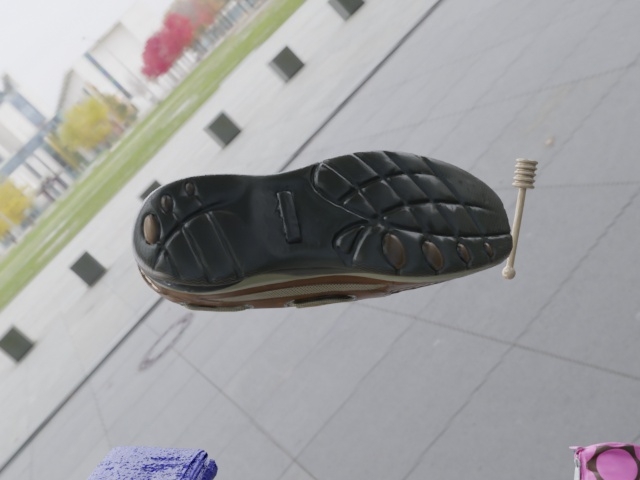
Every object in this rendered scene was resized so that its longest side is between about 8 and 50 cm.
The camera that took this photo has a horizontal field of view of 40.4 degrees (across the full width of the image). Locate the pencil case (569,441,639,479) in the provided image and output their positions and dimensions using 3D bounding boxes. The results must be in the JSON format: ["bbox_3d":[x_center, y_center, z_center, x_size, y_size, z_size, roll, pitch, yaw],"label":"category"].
[{"bbox_3d":[0.384,0.376,1.153,0.095,0.098,0.209,136,141,-57],"label":"pencil case"}]

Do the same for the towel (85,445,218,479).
[{"bbox_3d":[-0.328,0.456,1.520,0.228,0.076,0.308,4,19,11],"label":"towel"}]

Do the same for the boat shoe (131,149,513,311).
[{"bbox_3d":[0.000,0.000,0.759,0.120,0.324,0.122,115,151,-63],"label":"boat shoe"}]

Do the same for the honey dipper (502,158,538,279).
[{"bbox_3d":[0.263,-0.027,1.152,0.030,0.031,0.160,-168,85,-73],"label":"honey dipper"}]
